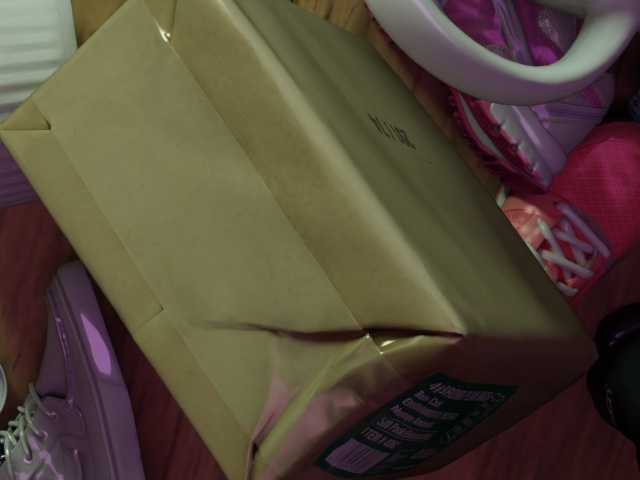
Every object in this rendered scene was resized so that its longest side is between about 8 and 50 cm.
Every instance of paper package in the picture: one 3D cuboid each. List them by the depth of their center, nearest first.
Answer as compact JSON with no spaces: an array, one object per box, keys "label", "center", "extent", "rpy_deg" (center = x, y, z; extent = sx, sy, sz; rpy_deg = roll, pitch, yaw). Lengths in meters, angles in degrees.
[{"label":"paper package","center":[0.000,0.000,1.133],"extent":[0.168,0.325,0.309],"rpy_deg":[-41,72,14]}]

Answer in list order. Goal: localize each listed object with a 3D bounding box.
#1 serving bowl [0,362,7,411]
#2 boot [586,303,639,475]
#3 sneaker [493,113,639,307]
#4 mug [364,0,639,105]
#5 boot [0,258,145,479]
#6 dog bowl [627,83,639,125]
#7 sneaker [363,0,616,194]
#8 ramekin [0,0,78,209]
[{"label":"serving bowl","center":[-0.282,0.109,1.361],"extent":[0.083,0.027,0.083],"rpy_deg":[-1,108,-4]},{"label":"boot","center":[0.403,0.160,1.210],"extent":[0.367,0.445,0.146],"rpy_deg":[-12,109,0]},{"label":"sneaker","center":[0.150,0.040,1.314],"extent":[0.314,0.136,0.116],"rpy_deg":[-44,107,10]},{"label":"mug","center":[0.139,-0.257,1.109],"extent":[0.328,0.276,0.374],"rpy_deg":[37,62,-24]},{"label":"boot","center":[-0.205,0.147,1.340],"extent":[0.123,0.095,0.258],"rpy_deg":[-14,111,-11]},{"label":"dog bowl","center":[0.346,-0.053,1.230],"extent":[0.265,0.265,0.104],"rpy_deg":[35,106,-15]},{"label":"sneaker","center":[0.118,-0.160,1.269],"extent":[0.111,0.103,0.252],"rpy_deg":[-39,102,-12]},{"label":"ramekin","center":[-0.224,-0.117,1.201],"extent":[0.109,0.207,0.207],"rpy_deg":[-7,109,-11]}]
